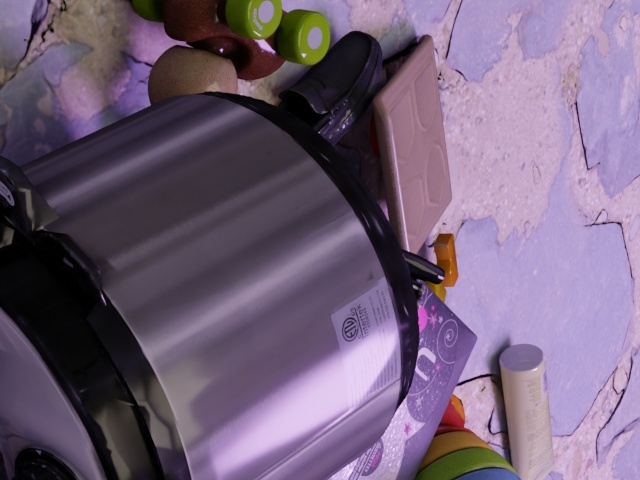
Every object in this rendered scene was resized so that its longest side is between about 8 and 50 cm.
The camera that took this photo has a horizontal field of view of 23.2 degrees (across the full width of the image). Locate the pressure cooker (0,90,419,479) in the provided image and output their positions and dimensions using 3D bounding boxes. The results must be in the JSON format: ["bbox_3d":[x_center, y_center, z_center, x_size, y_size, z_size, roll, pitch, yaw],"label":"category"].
[{"bbox_3d":[-0.174,0.099,1.267,0.420,0.375,0.370,-32,83,-38],"label":"pressure cooker"}]

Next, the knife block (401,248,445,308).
[{"bbox_3d":[0.000,0.000,1.585,0.242,0.088,0.276,-24,101,-25],"label":"knife block"}]

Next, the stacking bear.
[{"bbox_3d":[0.152,0.282,1.807,0.164,0.289,0.175,-36,137,3],"label":"stacking bear"}]

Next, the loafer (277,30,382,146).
[{"bbox_3d":[-0.006,-0.140,1.653,0.223,0.076,0.078,-57,145,-19],"label":"loafer"}]

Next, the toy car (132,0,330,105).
[{"bbox_3d":[-0.106,-0.147,1.472,0.149,0.155,0.188,21,86,-51],"label":"toy car"}]

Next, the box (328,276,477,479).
[{"bbox_3d":[0.044,0.167,1.745,0.163,0.142,0.247,44,66,-47],"label":"box"}]

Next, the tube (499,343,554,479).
[{"bbox_3d":[0.284,0.252,2.134,0.070,0.062,0.240,-13,124,-1],"label":"tube"}]

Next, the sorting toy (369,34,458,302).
[{"bbox_3d":[0.107,-0.057,1.797,0.229,0.041,0.307,-58,144,-57],"label":"sorting toy"}]
